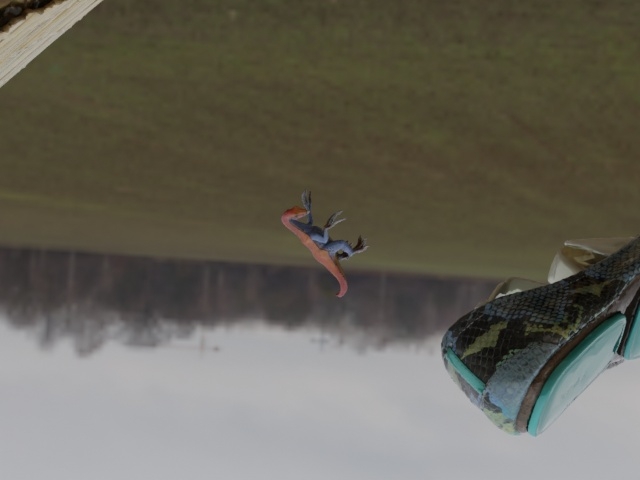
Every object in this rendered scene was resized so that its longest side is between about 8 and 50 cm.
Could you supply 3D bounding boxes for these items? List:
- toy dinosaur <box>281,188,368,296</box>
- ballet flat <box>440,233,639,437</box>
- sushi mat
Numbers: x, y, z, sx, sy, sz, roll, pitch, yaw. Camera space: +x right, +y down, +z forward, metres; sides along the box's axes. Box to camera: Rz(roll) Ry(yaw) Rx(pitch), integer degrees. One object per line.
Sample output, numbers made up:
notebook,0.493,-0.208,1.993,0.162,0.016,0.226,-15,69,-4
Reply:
toy dinosaur,0.000,0.000,1.348,0.082,0.090,0.047,9,173,-34
ballet flat,0.119,0.028,0.703,0.070,0.070,0.188,3,-165,38
sushi mat,-0.215,-0.076,0.876,0.316,0.019,0.151,-30,-174,41
